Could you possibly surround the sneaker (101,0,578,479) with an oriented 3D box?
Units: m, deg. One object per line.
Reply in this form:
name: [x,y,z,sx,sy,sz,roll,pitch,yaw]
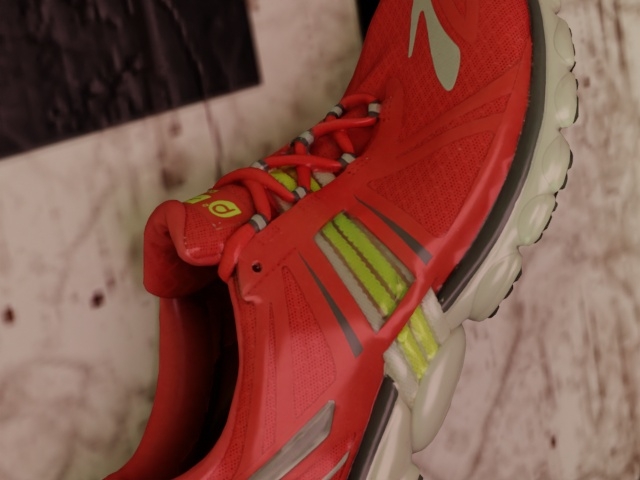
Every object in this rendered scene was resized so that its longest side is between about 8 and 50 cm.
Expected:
sneaker: [0.000,0.000,0.555,0.118,0.107,0.279,27,77,-27]
